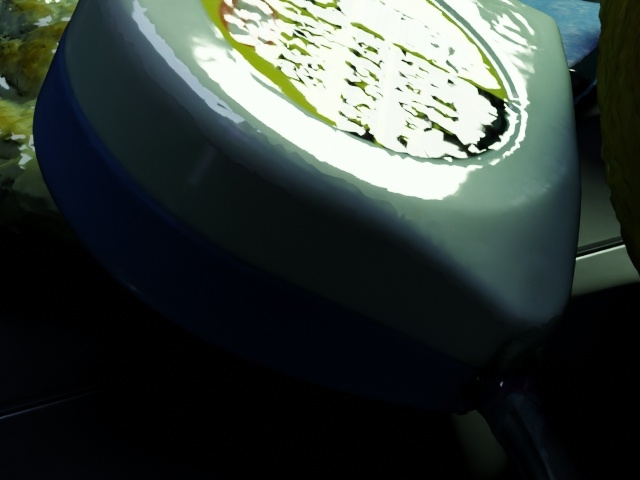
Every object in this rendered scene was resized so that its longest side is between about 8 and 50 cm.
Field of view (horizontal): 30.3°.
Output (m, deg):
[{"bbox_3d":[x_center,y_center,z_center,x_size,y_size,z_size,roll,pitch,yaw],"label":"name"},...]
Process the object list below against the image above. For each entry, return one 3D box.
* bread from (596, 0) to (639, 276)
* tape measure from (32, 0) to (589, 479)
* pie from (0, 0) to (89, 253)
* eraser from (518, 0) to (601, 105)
[{"bbox_3d":[0.209,-0.047,0.425,0.208,0.251,0.376,-16,16,17],"label":"bread"},{"bbox_3d":[0.000,0.000,0.399,0.215,0.098,0.351,25,35,-11],"label":"tape measure"},{"bbox_3d":[-0.073,-0.058,0.611,0.257,0.105,0.274,7,22,-18],"label":"pie"},{"bbox_3d":[0.113,-0.120,0.828,0.144,0.042,0.312,14,29,26],"label":"eraser"}]
